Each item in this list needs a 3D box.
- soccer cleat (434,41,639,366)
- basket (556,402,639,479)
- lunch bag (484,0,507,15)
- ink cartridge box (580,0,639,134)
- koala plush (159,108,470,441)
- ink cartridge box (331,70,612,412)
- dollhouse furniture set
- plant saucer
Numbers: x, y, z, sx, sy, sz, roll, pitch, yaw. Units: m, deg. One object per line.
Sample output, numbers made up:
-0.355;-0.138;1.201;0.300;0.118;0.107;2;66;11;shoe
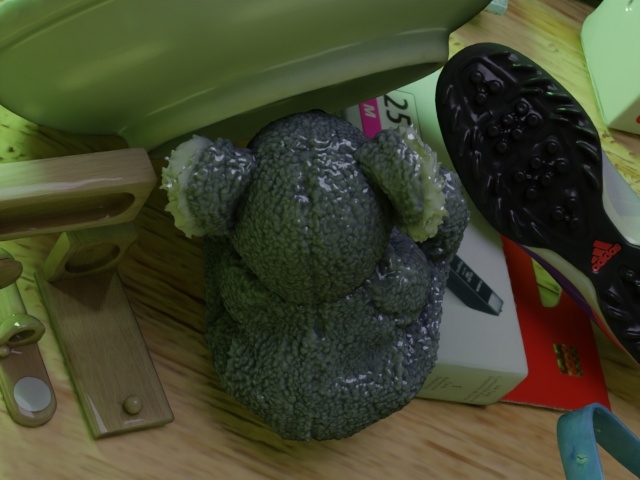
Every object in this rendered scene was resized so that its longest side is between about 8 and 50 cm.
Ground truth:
0.196;-0.020;1.275;0.318;0.108;0.116;47;3;-10;soccer cleat
0.243;0.261;1.046;0.289;0.201;0.255;42;35;-46;basket
0.124;-0.234;1.443;0.071;0.053;0.083;14;43;-27;lunch bag
0.406;-0.173;1.477;0.278;0.201;0.117;10;54;-27;ink cartridge box
0.000;0.000;1.049;0.196;0.221;0.203;3;59;3;koala plush
0.117;-0.005;1.274;0.239;0.060;0.275;9;55;-26;ink cartridge box
-0.149;0.039;1.005;0.144;0.151;0.123;-9;65;-32;dollhouse furniture set
-0.032;-0.129;1.060;0.400;0.400;0.101;-17;90;-39;plant saucer
